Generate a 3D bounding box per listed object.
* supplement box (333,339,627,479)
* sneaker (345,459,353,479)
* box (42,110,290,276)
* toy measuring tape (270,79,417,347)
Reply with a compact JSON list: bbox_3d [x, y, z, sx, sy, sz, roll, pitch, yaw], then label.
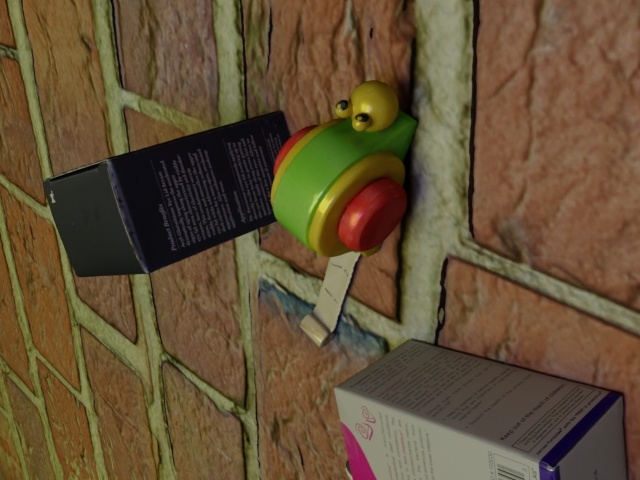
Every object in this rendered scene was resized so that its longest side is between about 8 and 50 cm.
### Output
[{"bbox_3d":[0.130,0.174,0.631,0.220,0.114,0.111,9,117,46],"label":"supplement box"},{"bbox_3d":[0.064,0.260,0.826,0.083,0.031,0.035,24,113,35],"label":"sneaker"},{"bbox_3d":[-0.143,-0.047,0.752,0.153,0.207,0.108,-4,106,50],"label":"box"},{"bbox_3d":[0.000,0.000,0.688,0.121,0.121,0.330,43,137,26],"label":"toy measuring tape"}]
